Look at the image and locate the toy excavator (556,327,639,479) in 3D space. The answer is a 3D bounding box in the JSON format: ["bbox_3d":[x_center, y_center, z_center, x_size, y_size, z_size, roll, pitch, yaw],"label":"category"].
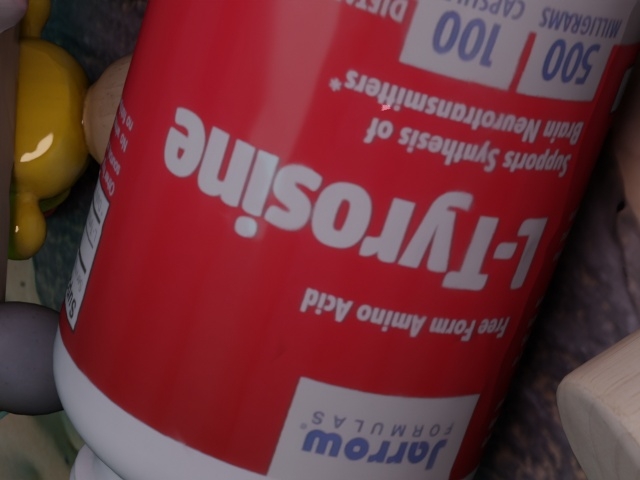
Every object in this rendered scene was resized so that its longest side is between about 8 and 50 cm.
[{"bbox_3d":[0.267,0.245,0.581,0.433,0.222,0.445,61,170,-14],"label":"toy excavator"}]

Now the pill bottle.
[{"bbox_3d":[0.000,0.000,0.839,0.229,0.229,0.408,34,115,39],"label":"pill bottle"}]

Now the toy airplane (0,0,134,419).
[{"bbox_3d":[-0.189,-0.090,0.995,0.384,0.272,0.386,-104,21,-57],"label":"toy airplane"}]
